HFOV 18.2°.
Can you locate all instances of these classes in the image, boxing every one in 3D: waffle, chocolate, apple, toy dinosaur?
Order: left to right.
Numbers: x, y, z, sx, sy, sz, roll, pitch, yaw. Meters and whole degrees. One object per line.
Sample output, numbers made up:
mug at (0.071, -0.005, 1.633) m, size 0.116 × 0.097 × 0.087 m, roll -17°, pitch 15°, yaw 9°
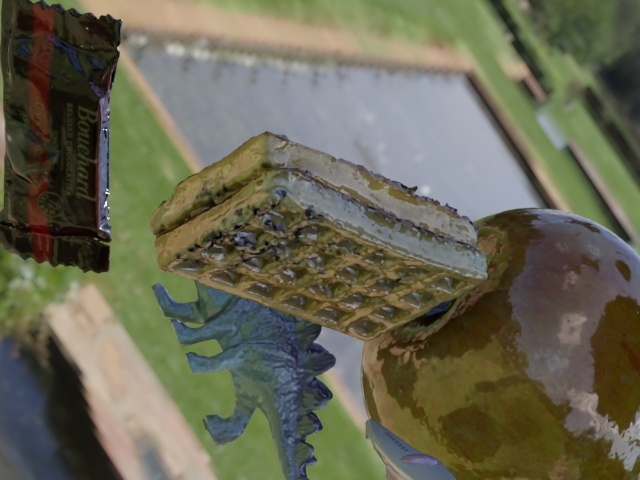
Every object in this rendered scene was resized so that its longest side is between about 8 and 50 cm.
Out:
chocolate at (-0.164, -0.062, 1.228) m, size 0.086 × 0.182 × 0.028 m, roll 15°, pitch 27°, yaw 11°
toy dinosaur at (-0.030, 0.076, 1.081) m, size 0.039 × 0.082 × 0.209 m, roll 84°, pitch -15°, yaw -70°
waffle at (0.000, 0.001, 1.000) m, size 0.148 × 0.102 × 0.042 m, roll 22°, pitch 55°, yaw -36°
apple at (0.112, 0.074, 1.110) m, size 0.155 × 0.182 × 0.182 m, roll 43°, pitch 15°, yaw -22°

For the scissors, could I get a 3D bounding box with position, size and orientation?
scissors at (0.046, 0.109, 0.895) m, size 0.176 × 0.085 × 0.022 m, roll -144°, pitch -123°, yaw -74°
